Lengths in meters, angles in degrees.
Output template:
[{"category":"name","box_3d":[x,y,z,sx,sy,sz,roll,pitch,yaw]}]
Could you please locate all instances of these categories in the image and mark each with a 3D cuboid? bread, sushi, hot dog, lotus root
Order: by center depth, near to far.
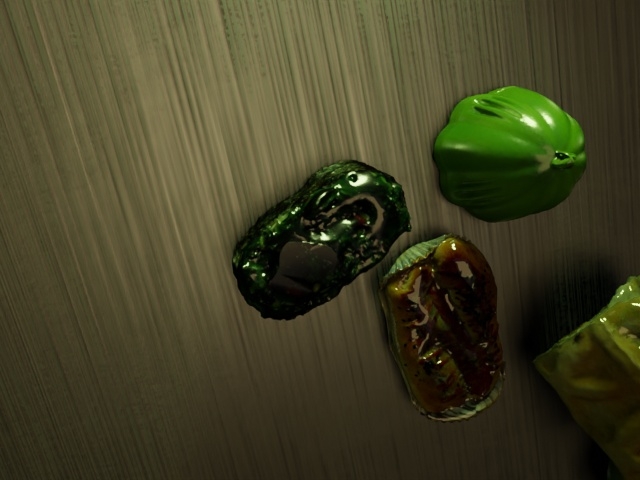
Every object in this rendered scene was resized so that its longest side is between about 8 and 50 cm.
[{"category":"sushi","box_3d":[0.000,0.000,0.634,0.225,0.127,0.124,-36,107,-4]},{"category":"lotus root","box_3d":[0.254,-0.101,0.643,0.186,0.186,0.186,-2,103,-11]},{"category":"bread","box_3d":[0.445,0.192,0.692,0.238,0.196,0.252,-42,69,-5]},{"category":"hot dog","box_3d":[0.174,0.125,0.722,0.162,0.082,0.270,-19,106,-6]}]

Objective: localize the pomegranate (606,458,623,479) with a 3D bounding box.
[{"category":"pomegranate","box_3d":[0.539,0.341,0.806,0.181,0.181,0.224,13,72,-14]}]
